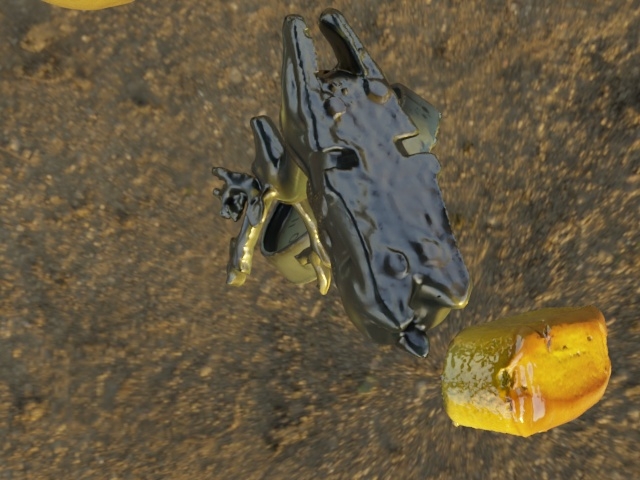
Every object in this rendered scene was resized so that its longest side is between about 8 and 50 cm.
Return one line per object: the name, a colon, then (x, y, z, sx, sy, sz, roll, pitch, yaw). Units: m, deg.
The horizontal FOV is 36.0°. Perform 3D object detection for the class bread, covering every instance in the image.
bread: (0.205, 0.116, 0.924, 0.094, 0.246, 0.102, 2, 93, 35)

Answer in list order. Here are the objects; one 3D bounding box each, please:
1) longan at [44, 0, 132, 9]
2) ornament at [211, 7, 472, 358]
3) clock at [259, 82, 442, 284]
longan: (-0.274, -0.413, 1.174, 0.298, 0.297, 0.297, -1, 82, 8)
ornament: (0.000, 0.000, 0.618, 0.080, 0.236, 0.202, -14, 74, -23)
clock: (0.036, -0.083, 1.396, 0.067, 0.325, 0.325, 39, 88, -16)
